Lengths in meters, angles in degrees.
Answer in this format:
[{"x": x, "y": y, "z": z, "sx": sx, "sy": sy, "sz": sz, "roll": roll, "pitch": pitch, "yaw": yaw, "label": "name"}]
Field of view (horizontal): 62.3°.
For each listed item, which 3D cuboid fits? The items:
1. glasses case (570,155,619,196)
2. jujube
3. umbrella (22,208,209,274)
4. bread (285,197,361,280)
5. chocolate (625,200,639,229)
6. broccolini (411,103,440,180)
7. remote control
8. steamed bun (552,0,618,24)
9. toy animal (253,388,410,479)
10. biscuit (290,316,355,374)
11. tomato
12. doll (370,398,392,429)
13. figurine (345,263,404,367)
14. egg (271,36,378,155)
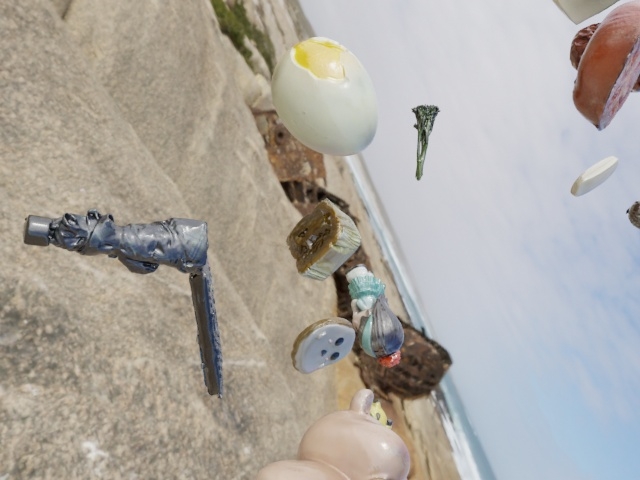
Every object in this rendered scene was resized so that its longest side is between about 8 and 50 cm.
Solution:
[{"x": 0.877, "y": -0.205, "z": 1.691, "sx": 0.051, "sy": 0.204, "sz": 0.081, "roll": 46, "pitch": -26, "yaw": 34, "label": "glasses case"}, {"x": 0.741, "y": -0.458, "z": 1.316, "sx": 0.230, "sy": 0.155, "sz": 0.155, "roll": 24, "pitch": -16, "yaw": 29, "label": "jujube"}, {"x": -0.260, "y": 0.002, "z": 0.687, "sx": 0.071, "sy": 0.224, "sz": 0.080, "roll": 0, "pitch": -96, "yaw": 57, "label": "umbrella"}, {"x": 0.001, "y": -0.002, "z": 1.619, "sx": 0.110, "sy": 0.210, "sz": 0.192, "roll": 32, "pitch": 23, "yaw": -42, "label": "bread"}, {"x": 1.067, "y": -0.049, "z": 1.612, "sx": 0.248, "sy": 0.110, "sz": 0.110, "roll": 24, "pitch": -11, "yaw": 23, "label": "chocolate"}, {"x": 0.249, "y": -0.249, "z": 1.335, "sx": 0.058, "sy": 0.074, "sz": 0.201, "roll": -168, "pitch": -88, "yaw": -70, "label": "broccolini"}, {"x": -0.317, "y": 0.245, "z": 1.477, "sx": 0.144, "sy": 0.062, "sz": 0.399, "roll": -114, "pitch": -160, "yaw": -67, "label": "remote control"}, {"x": 0.758, "y": -0.732, "z": 1.446, "sx": 0.146, "sy": 0.241, "sz": 0.164, "roll": 32, "pitch": 49, "yaw": -29, "label": "steamed bun"}, {"x": 0.017, "y": 0.357, "z": 0.724, "sx": 0.229, "sy": 0.221, "sz": 0.210, "roll": -127, "pitch": -148, "yaw": -67, "label": "toy animal"}, {"x": 0.014, "y": 0.311, "z": 1.554, "sx": 0.049, "sy": 0.208, "sz": 0.181, "roll": -128, "pitch": -150, "yaw": -48, "label": "biscuit"}, {"x": 0.498, "y": -0.300, "z": 0.909, "sx": 0.085, "sy": 0.225, "sz": 0.225, "roll": 29, "pitch": -10, "yaw": 25, "label": "tomato"}, {"x": 0.143, "y": 0.569, "z": 1.411, "sx": 0.086, "sy": 0.117, "sz": 0.291, "roll": -6, "pitch": 90, "yaw": -70, "label": "doll"}, {"x": 0.129, "y": 0.171, "z": 1.262, "sx": 0.138, "sy": 0.110, "sz": 0.245, "roll": 41, "pitch": 25, "yaw": -40, "label": "figurine"}, {"x": 0.019, "y": -0.397, "z": 1.521, "sx": 0.345, "sy": 0.283, "sz": 0.283, "roll": 53, "pitch": 8, "yaw": -1, "label": "egg"}]
